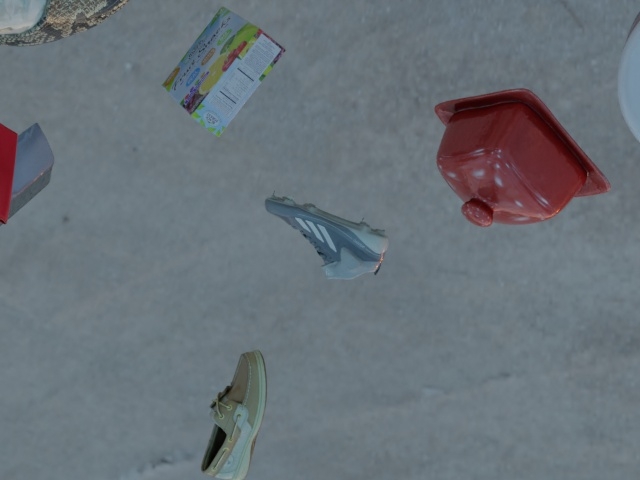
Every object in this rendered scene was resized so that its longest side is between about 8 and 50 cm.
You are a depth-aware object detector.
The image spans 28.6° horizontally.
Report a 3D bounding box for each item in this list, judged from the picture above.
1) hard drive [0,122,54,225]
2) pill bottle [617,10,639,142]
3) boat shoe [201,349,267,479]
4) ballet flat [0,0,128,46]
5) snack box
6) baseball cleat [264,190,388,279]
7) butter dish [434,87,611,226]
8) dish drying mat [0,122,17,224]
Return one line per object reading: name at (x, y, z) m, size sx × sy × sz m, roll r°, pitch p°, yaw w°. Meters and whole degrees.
hard drive at (-0.393, -0.019, 1.352) m, size 0.054 × 0.255 × 0.172 m, roll 50°, pitch 165°, yaw -4°
pill bottle at (0.507, -0.232, 1.641) m, size 0.224 × 0.392 × 0.224 m, roll 4°, pitch 105°, yaw 15°
boat shoe at (-0.082, 0.166, 1.184) m, size 0.045 × 0.050 × 0.135 m, roll 6°, pitch 106°, yaw -20°
ballet flat at (-0.458, -0.314, 1.570) m, size 0.483 × 0.182 × 0.164 m, roll 4°, pitch 112°, yaw 29°
snack box at (-0.093, -0.159, 1.167) m, size 0.037 × 0.141 × 0.100 m, roll 38°, pitch 94°, yaw -25°
baseball cleat at (0.000, 0.000, 1.966) m, size 0.206 × 0.072 × 0.109 m, roll 19°, pitch 96°, yaw 5°
butter dish at (0.187, -0.065, 1.303) m, size 0.160 × 0.118 × 0.160 m, roll 45°, pitch 156°, yaw -24°
dish drying mat at (-0.265, -0.057, 1.037) m, size 0.008 × 0.083 × 0.032 m, roll -13°, pitch 154°, yaw 26°
